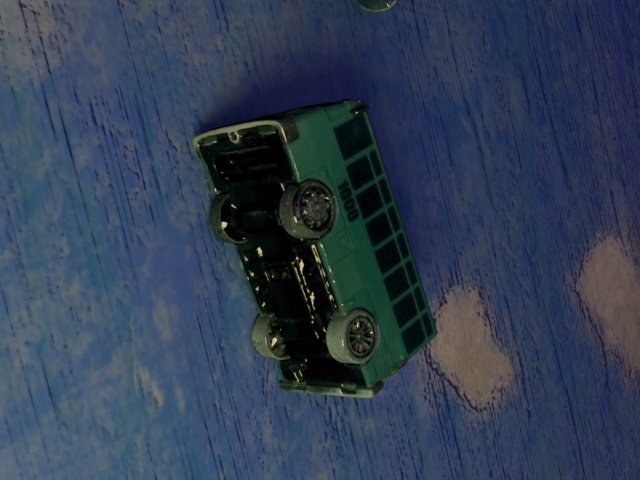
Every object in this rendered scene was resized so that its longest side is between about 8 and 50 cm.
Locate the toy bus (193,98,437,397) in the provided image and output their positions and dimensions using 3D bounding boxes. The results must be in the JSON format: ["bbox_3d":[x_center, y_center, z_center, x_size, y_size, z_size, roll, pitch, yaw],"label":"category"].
[{"bbox_3d":[0.000,0.000,0.851,0.147,0.128,0.256,-32,109,-43],"label":"toy bus"}]

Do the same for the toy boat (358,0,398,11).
[{"bbox_3d":[0.085,-0.293,1.012,0.137,0.060,0.061,-63,150,-29],"label":"toy boat"}]
